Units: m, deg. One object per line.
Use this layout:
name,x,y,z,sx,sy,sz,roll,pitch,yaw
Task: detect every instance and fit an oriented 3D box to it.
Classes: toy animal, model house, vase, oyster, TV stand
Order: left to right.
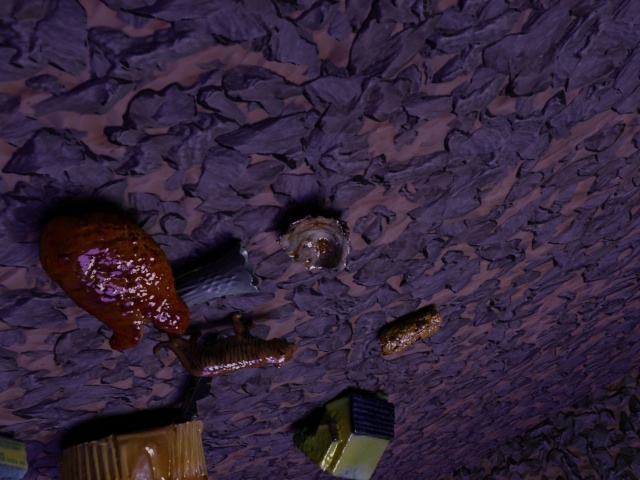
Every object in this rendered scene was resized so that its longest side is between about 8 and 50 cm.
TV stand,-0.219,0.255,1.324,0.036,0.042,0.249,-3,142,-27
vase,-0.171,0.064,1.050,0.149,0.081,0.081,-21,148,1
toy animal,-0.157,0.179,1.200,0.241,0.099,0.056,-8,144,-27
oyster,0.000,0.004,1.094,0.105,0.056,0.177,-19,149,13
model house,0.066,0.450,1.750,0.194,0.170,0.211,28,93,-44

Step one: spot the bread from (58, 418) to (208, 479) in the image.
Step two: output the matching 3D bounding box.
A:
bread,-0.353,0.456,1.393,0.288,0.156,0.204,0,158,-40

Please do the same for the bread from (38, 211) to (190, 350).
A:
bread,-0.260,0.062,0.929,0.139,0.095,0.268,-16,131,4

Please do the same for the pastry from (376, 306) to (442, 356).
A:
pastry,0.186,0.191,1.495,0.140,0.056,0.080,-26,156,-11

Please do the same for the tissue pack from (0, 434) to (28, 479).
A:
tissue pack,-0.644,0.372,1.171,0.185,0.081,0.257,-30,146,9
